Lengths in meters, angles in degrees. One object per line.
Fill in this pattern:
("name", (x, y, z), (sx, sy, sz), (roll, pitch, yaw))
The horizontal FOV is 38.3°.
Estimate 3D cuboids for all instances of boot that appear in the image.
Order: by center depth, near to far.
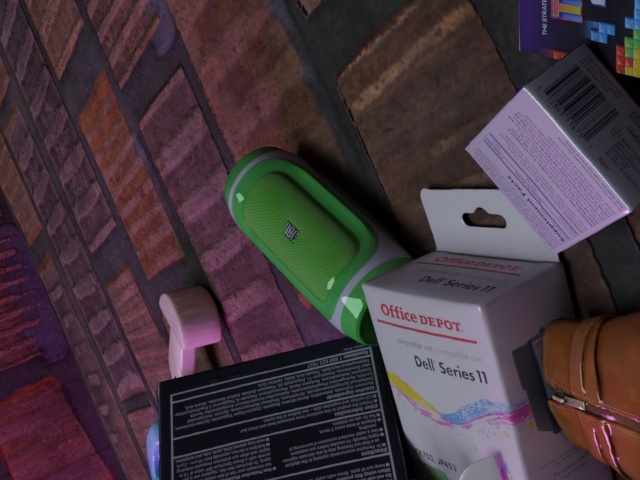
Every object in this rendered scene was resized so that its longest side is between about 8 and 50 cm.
("boot", (0.294, 0.198, 0.795), (0.220, 0.109, 0.284), (-1, 104, 56))

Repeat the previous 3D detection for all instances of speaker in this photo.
("speaker", (0.000, 0.000, 1.157), (0.296, 0.131, 0.131), (44, 144, 37))

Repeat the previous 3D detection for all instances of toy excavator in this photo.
("toy excavator", (-0.245, 0.363, 1.783), (0.445, 0.222, 0.433), (66, 152, 20))

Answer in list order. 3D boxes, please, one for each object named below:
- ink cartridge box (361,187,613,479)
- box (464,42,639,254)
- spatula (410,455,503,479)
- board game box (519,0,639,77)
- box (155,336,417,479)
("ink cartridge box", (0.166, 0.129, 0.966), (0.207, 0.119, 0.354), (5, 115, 59))
("box", (0.204, -0.070, 0.758), (0.126, 0.072, 0.137), (51, 162, 4))
("spatula", (0.130, 0.339, 0.930), (0.019, 0.168, 0.242), (-79, -30, -73))
("board game box", (0.217, -0.220, 0.705), (0.141, 0.048, 0.170), (27, 132, 49))
("box", (-0.031, 0.304, 1.111), (0.183, 0.296, 0.294), (70, -171, -46))
